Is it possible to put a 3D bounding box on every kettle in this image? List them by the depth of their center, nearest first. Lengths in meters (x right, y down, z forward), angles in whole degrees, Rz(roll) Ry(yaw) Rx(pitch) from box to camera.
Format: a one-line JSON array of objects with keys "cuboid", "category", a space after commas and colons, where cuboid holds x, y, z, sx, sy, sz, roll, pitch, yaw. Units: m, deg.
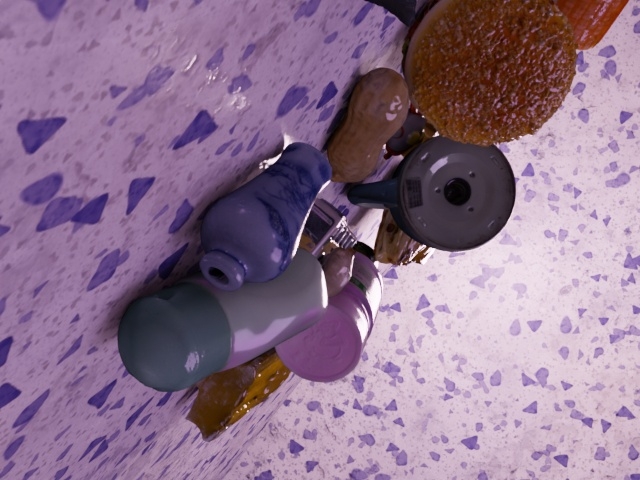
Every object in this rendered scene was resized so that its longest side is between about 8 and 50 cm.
[{"cuboid": [0.224, -0.105, 1.730, 0.342, 0.319, 0.247, -168, -99, -82], "category": "kettle"}]

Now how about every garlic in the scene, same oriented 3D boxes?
[{"cuboid": [0.022, 0.077, 1.543, 0.152, 0.066, 0.084, -56, 170, 15], "category": "garlic"}]

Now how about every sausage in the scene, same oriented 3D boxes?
[{"cuboid": [0.619, -0.622, 1.785, 0.233, 0.233, 0.287, -40, 163, -44], "category": "sausage"}]

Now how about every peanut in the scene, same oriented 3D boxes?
[{"cuboid": [0.079, -0.189, 1.336, 0.117, 0.101, 0.263, -16, 149, -37], "category": "peanut"}]

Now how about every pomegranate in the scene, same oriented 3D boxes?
[{"cuboid": [0.067, 0.082, 2.144, 0.191, 0.131, 0.152, -32, -178, 22], "category": "pomegranate"}]

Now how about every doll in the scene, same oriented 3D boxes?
[{"cuboid": [0.206, -0.273, 1.653, 0.245, 0.076, 0.142, -59, 160, 19], "category": "doll"}]

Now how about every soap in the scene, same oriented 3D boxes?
[{"cuboid": [-0.176, 0.322, 1.861, 0.259, 0.143, 0.281, -60, 167, 21], "category": "soap"}]

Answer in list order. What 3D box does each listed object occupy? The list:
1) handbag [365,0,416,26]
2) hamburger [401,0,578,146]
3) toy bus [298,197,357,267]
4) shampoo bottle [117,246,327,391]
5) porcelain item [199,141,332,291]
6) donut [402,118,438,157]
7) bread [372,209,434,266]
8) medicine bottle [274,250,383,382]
[{"cuboid": [0.125, -0.390, 0.947, 0.175, 0.088, 0.270, -56, 171, -16], "category": "handbag"}, {"cuboid": [0.288, -0.305, 1.331, 0.302, 0.302, 0.170, -56, -174, 26], "category": "hamburger"}, {"cuboid": [0.000, 0.000, 1.634, 0.138, 0.097, 0.342, -49, 169, -1], "category": "toy bus"}, {"cuboid": [-0.153, 0.116, 1.184, 0.349, 0.221, 0.151, -24, 112, -49], "category": "shampoo bottle"}, {"cuboid": [-0.080, -0.036, 1.130, 0.259, 0.141, 0.141, -56, 174, -36], "category": "porcelain item"}, {"cuboid": [0.251, -0.255, 1.894, 0.181, 0.078, 0.146, -51, 172, -35], "category": "donut"}, {"cuboid": [0.262, -0.061, 2.149, 0.324, 0.167, 0.278, -3, 109, -79], "category": "bread"}, {"cuboid": [0.027, 0.167, 1.836, 0.212, 0.212, 0.325, -56, 180, 24], "category": "medicine bottle"}]
